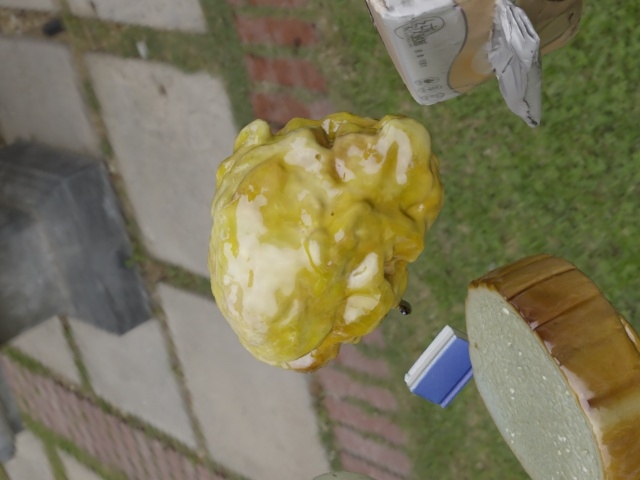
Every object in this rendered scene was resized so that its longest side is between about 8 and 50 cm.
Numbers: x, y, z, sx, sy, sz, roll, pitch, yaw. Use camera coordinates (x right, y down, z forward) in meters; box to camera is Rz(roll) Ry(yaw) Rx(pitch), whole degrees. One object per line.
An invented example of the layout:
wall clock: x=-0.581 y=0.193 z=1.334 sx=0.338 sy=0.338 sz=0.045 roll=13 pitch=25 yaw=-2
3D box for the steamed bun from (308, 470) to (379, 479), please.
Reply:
steamed bun: x=0.051 y=0.340 z=1.117 sx=0.146 sy=0.164 sz=0.242 roll=-50 pitch=55 yaw=22

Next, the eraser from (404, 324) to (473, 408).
eraser: x=0.143 y=0.142 z=1.374 sx=0.085 sy=0.063 sz=0.027 roll=-52 pitch=36 yaw=13

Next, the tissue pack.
tissue pack: x=0.163 y=-0.235 z=1.228 sx=0.238 sy=0.238 sz=0.305 roll=51 pitch=-178 yaw=13

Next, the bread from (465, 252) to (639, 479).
bread: x=0.191 y=0.118 z=0.941 sx=0.236 sy=0.070 sz=0.236 roll=61 pitch=169 yaw=21

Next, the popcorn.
popcorn: x=-0.004 y=0.001 z=1.033 sx=0.191 sy=0.190 sz=0.254 roll=14 pitch=114 yaw=3
